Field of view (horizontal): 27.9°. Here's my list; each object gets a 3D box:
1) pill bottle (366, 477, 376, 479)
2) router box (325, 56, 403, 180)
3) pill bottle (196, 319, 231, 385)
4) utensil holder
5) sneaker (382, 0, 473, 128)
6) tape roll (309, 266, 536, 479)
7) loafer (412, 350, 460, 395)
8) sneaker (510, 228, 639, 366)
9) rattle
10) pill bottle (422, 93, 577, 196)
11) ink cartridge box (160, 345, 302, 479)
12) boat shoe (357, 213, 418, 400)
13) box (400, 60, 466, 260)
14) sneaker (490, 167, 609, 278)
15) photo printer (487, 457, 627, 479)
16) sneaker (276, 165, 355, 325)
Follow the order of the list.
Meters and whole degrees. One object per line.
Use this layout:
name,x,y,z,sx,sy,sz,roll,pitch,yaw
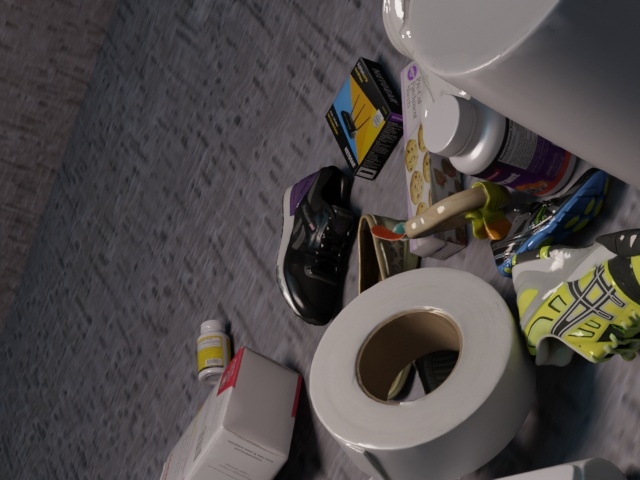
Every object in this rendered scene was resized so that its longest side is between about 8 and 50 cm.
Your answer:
pill bottle,0.083,0.395,1.742,0.221,0.124,0.124,105,162,-56
router box,0.078,-0.207,2.175,0.133,0.046,0.179,-58,33,27
pill bottle,-0.203,0.213,2.453,0.065,0.065,0.116,-43,42,44
utensil holder,0.335,-0.233,1.357,0.327,0.385,0.328,-38,40,41
sneaker,0.193,-0.264,1.843,0.152,0.114,0.305,5,125,54
tape roll,0.131,0.175,1.670,0.286,0.100,0.286,-17,45,18
loafer,0.177,0.163,1.812,0.087,0.094,0.251,94,172,-45
sneaker,0.365,0.066,1.489,0.384,0.145,0.147,159,111,-66
rattle,0.185,0.006,1.800,0.199,0.130,0.143,-26,94,17
pill bottle,0.237,-0.131,1.713,0.108,0.193,0.108,-34,49,50
ink cartridge box,-0.163,0.368,2.186,0.306,0.131,0.226,-58,12,32
boat shoe,0.089,0.101,1.972,0.104,0.089,0.285,-25,57,54
box,0.170,-0.129,1.962,0.067,0.063,0.324,-34,49,49
sneaker,0.292,-0.032,1.665,0.188,0.067,0.078,-43,53,21
photo printer,0.239,0.410,1.554,0.307,0.107,0.256,-27,54,53
sneaker,0.000,0.000,2.164,0.124,0.107,0.283,-34,49,42
